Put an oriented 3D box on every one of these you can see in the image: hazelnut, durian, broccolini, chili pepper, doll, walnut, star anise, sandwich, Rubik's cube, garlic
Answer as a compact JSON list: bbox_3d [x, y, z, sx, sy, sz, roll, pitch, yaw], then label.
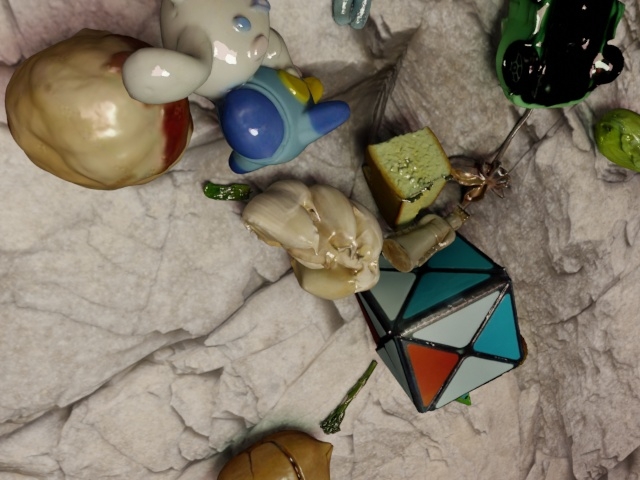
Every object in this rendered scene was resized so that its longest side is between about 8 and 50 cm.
[{"bbox_3d":[-0.304,-0.187,0.819,0.261,0.261,0.241,-12,91,-15],"label":"hazelnut"},{"bbox_3d":[0.644,-0.206,1.210,0.250,0.139,0.101,26,101,-32],"label":"durian"},{"bbox_3d":[0.067,0.368,1.376,0.044,0.042,0.218,11,112,-56],"label":"broccolini"},{"bbox_3d":[-0.163,-0.085,1.029,0.091,0.034,0.030,3,84,-22],"label":"chili pepper"},{"bbox_3d":[-0.088,-0.229,0.800,0.366,0.187,0.376,50,53,-43],"label":"doll"},{"bbox_3d":[0.066,-0.416,0.898,0.120,0.075,0.180,3,116,-19],"label":"doll"},{"bbox_3d":[-0.102,0.530,1.307,0.297,0.203,0.203,-32,125,-15],"label":"walnut"},{"bbox_3d":[0.345,-0.203,1.168,0.148,0.218,0.227,28,63,-2],"label":"star anise"},{"bbox_3d":[0.155,-0.105,1.089,0.122,0.128,0.236,-25,167,-6],"label":"sandwich"},{"bbox_3d":[0.228,0.150,1.184,0.246,0.248,0.250,-26,124,-7],"label":"Rubik's cube"},{"bbox_3d":[0.013,-0.008,1.041,0.185,0.203,0.281,-46,122,-14],"label":"garlic"}]

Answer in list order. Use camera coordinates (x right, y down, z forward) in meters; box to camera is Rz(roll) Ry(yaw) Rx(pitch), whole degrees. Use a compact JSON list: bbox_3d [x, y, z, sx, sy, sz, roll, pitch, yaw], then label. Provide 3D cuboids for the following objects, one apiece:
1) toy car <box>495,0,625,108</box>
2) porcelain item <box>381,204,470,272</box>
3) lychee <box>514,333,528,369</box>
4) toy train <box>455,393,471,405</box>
[{"bbox_3d":[0.404,-0.411,0.984,0.213,0.176,0.359,-9,125,-16],"label":"toy car"},{"bbox_3d":[0.209,-0.010,1.122,0.213,0.084,0.054,-28,155,-39],"label":"porcelain item"},{"bbox_3d":[0.439,0.260,1.410,0.114,0.114,0.146,-28,146,-5],"label":"lychee"},{"bbox_3d":[0.313,0.362,1.460,0.209,0.044,0.042,26,105,-32],"label":"toy train"}]
